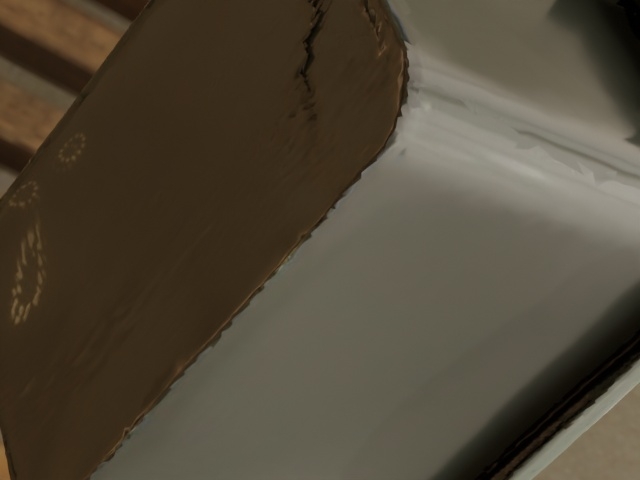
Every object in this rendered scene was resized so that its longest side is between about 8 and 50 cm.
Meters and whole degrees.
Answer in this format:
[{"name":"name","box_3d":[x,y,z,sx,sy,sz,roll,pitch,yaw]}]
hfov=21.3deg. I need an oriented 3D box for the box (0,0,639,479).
[{"name":"box","box_3d":[0.000,0.000,0.540,0.243,0.135,0.163,-46,-136,28]}]
